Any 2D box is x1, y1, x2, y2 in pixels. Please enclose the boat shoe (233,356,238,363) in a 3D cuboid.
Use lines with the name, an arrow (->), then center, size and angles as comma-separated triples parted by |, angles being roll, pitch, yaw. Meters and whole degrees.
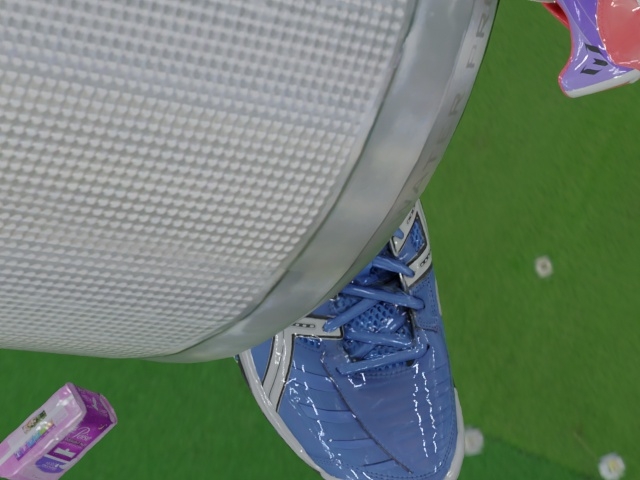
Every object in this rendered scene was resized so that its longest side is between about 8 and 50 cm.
boat shoe -> -0.044, -0.025, 1.534 | 0.109, 0.302, 0.098 | -15, 133, 21

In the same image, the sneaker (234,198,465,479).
sneaker -> 0.000, 0.000, 0.663 | 0.080, 0.081, 0.211 | -20, 87, -13

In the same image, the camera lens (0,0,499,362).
camera lens -> -0.110, -0.088, 0.416 | 0.274, 0.219, 0.219 | 8, 107, -36

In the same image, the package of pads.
package of pads -> -0.191, 0.142, 1.294 | 0.083, 0.050, 0.032 | -43, 58, 11

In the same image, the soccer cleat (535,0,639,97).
soccer cleat -> 0.191, -0.258, 1.433 | 0.116, 0.108, 0.318 | -29, 60, 15
